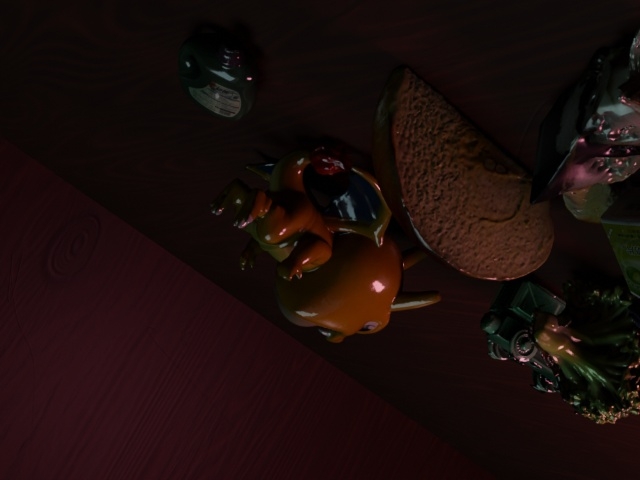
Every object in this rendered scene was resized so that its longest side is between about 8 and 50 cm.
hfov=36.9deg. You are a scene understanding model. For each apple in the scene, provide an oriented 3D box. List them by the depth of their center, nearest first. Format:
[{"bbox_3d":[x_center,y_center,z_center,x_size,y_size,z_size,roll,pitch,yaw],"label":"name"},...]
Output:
[{"bbox_3d":[0.187,-0.083,1.384,0.346,0.179,0.254,37,-160,-23],"label":"apple"}]

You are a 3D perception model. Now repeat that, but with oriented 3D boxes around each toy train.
[{"bbox_3d":[0.417,0.187,1.793,0.269,0.154,0.115,33,162,-14],"label":"toy train"}]

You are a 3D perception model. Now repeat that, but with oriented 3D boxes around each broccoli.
[{"bbox_3d":[0.475,0.170,1.571,0.180,0.242,0.273,-11,149,33],"label":"broccoli"}]

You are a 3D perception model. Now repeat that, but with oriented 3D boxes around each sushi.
[{"bbox_3d":[0.337,-0.140,1.067,0.109,0.134,0.273,17,149,-5],"label":"sushi"}]

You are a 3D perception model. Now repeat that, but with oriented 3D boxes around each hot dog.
[{"bbox_3d":[0.351,-0.080,1.274,0.078,0.061,0.169,-19,149,15],"label":"hot dog"}]

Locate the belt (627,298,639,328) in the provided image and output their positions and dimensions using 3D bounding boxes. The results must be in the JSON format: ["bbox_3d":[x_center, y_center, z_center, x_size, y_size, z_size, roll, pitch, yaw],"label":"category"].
[{"bbox_3d":[0.573,0.146,1.447,0.230,0.126,0.139,47,-172,-25],"label":"belt"}]

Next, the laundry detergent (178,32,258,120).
[{"bbox_3d":[-0.163,-0.274,1.526,0.144,0.078,0.222,33,164,1],"label":"laundry detergent"}]

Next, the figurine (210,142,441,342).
[{"bbox_3d":[0.014,0.008,1.748,0.387,0.268,0.401,40,156,-26],"label":"figurine"}]

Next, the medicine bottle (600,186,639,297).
[{"bbox_3d":[0.466,0.028,1.256,0.132,0.088,0.188,4,127,56],"label":"medicine bottle"}]
